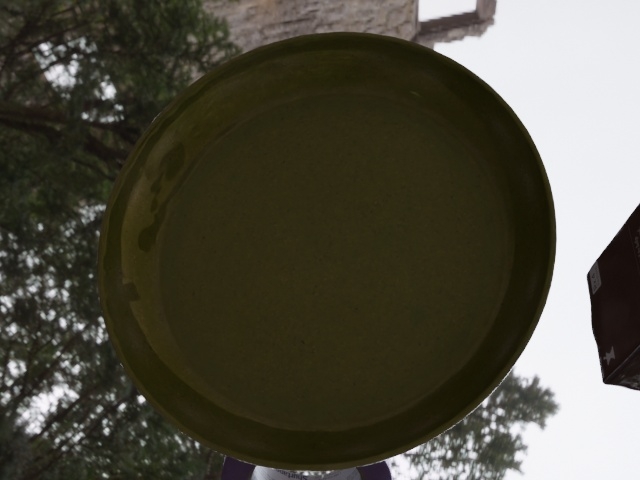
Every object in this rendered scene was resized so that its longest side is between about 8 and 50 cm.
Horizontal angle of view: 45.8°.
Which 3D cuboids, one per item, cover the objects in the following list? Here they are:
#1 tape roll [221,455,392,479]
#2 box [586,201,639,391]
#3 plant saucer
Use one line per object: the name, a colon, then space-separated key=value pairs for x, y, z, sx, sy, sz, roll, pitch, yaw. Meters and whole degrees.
tape roll: x=-0.014 y=0.251 z=0.859 sx=0.189 sy=0.188 sz=0.080 roll=-4 pitch=-151 yaw=3
box: x=0.443 y=0.074 z=0.867 sx=0.203 sy=0.167 sz=0.168 roll=11 pitch=-131 yaw=-5
plant saucer: x=0.000 y=0.000 z=0.407 sx=0.241 sy=0.037 sz=0.240 roll=-4 pitch=-111 yaw=11
